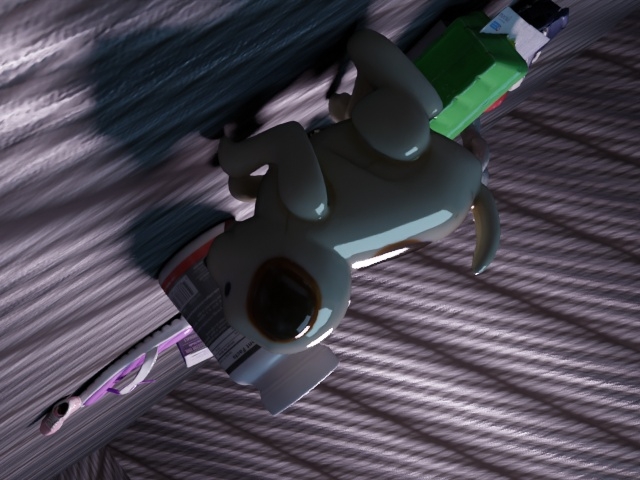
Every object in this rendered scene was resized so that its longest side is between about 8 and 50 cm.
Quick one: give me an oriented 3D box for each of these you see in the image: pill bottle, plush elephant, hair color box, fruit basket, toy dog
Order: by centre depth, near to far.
[{"bbox_3d":[0.015,-0.020,1.008,0.408,0.395,0.284,-46,-175,-14],"label":"toy dog"},{"bbox_3d":[0.273,-0.307,1.338,0.327,0.165,0.353,-42,172,27],"label":"fruit basket"},{"bbox_3d":[-0.140,0.156,1.390,0.210,0.363,0.210,-39,174,-5],"label":"pill bottle"},{"bbox_3d":[0.379,-0.198,2.093,0.272,0.329,0.256,-35,159,37],"label":"plush elephant"},{"bbox_3d":[-0.370,0.312,2.228,0.185,0.110,0.339,-24,171,-16],"label":"hair color box"}]

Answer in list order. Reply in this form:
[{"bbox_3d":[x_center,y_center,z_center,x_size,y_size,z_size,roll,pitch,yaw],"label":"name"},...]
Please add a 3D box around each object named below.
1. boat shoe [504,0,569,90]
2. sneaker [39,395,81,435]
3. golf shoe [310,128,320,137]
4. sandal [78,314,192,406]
[{"bbox_3d":[0.501,-0.473,1.660,0.158,0.127,0.340,-33,174,6],"label":"boat shoe"},{"bbox_3d":[-0.698,0.463,1.818,0.134,0.051,0.070,-42,172,0],"label":"sneaker"},{"bbox_3d":[0.020,-0.162,1.323,0.069,0.086,0.176,-43,174,21],"label":"golf shoe"},{"bbox_3d":[-0.492,0.348,1.931,0.416,0.102,0.169,-38,174,-7],"label":"sandal"}]
